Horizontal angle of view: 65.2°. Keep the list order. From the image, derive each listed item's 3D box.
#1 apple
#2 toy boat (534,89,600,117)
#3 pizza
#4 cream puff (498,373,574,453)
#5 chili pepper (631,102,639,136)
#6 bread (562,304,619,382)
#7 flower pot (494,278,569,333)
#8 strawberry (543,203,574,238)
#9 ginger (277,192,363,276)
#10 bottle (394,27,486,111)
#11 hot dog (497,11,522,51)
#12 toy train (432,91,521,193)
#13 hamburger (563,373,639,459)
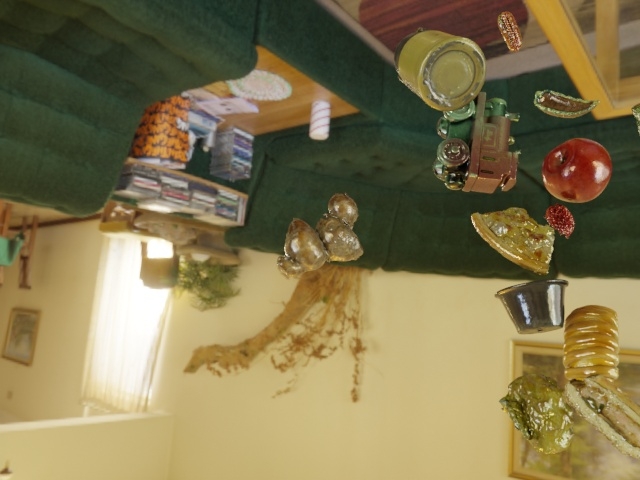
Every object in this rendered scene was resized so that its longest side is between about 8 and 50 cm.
[{"bbox_3d":[1.030,-0.279,2.023,0.216,0.260,0.260,29,161,-25],"label":"apple"},{"bbox_3d":[1.044,-0.572,2.119,0.293,0.108,0.099,33,164,49],"label":"toy boat"},{"bbox_3d":[0.678,-0.024,1.692,0.223,0.323,0.089,-26,142,-24],"label":"pizza"},{"bbox_3d":[0.725,0.594,1.715,0.185,0.282,0.282,-4,173,-12],"label":"cream puff"},{"bbox_3d":[1.128,-0.314,1.588,0.385,0.213,0.167,47,144,-15],"label":"chili pepper"},{"bbox_3d":[0.893,0.348,1.658,0.173,0.311,0.121,-24,120,42],"label":"bread"},{"bbox_3d":[0.705,0.226,1.644,0.235,0.148,0.235,-4,159,-2],"label":"flower pot"},{"bbox_3d":[0.972,-0.083,1.997,0.121,0.082,0.188,24,-152,-3],"label":"strawberry"},{"bbox_3d":[0.000,0.000,1.855,0.375,0.256,0.176,-30,-170,-17],"label":"ginger"},{"bbox_3d":[0.295,-0.467,1.331,0.171,0.171,0.351,6,-154,-9],"label":"bottle"},{"bbox_3d":[0.665,-0.730,1.752,0.062,0.144,0.038,-23,-176,3],"label":"hot dog"},{"bbox_3d":[0.440,-0.281,1.408,0.221,0.304,0.150,7,166,8],"label":"toy train"},{"bbox_3d":[0.828,0.484,1.426,0.262,0.124,0.131,44,-153,19],"label":"hamburger"}]
